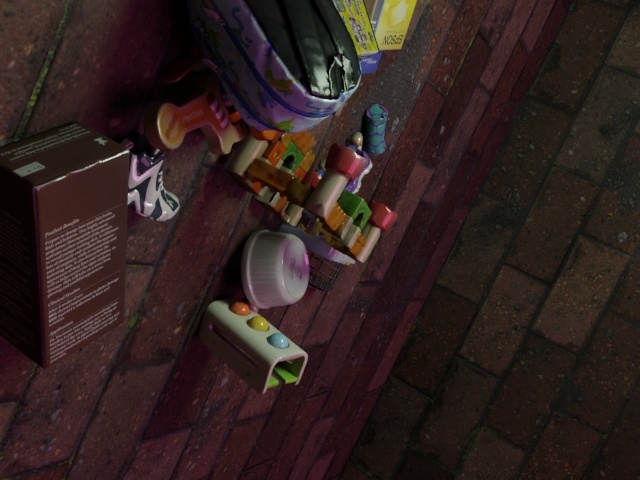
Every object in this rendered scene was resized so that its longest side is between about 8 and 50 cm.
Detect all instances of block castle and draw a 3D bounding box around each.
[{"bbox_3d":[-0.001,-0.140,1.858,0.212,0.303,0.453,-60,158,-6],"label":"block castle"}]

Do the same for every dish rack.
[{"bbox_3d":[0.029,0.026,2.402,0.271,0.074,0.208,-62,158,-3],"label":"dish rack"}]

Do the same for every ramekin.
[{"bbox_3d":[-0.110,0.074,2.012,0.207,0.109,0.207,-2,90,-67],"label":"ramekin"}]

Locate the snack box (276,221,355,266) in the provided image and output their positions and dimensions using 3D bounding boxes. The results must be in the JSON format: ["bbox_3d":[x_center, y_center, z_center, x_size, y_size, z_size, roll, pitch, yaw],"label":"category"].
[{"bbox_3d":[0.000,0.000,2.175,0.070,0.175,0.207,-65,157,4],"label":"snack box"}]

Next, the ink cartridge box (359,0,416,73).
[{"bbox_3d":[0.139,-0.559,1.982,0.304,0.072,0.307,-25,136,-55],"label":"ink cartridge box"}]

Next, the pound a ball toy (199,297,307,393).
[{"bbox_3d":[-0.157,0.239,1.996,0.208,0.319,0.135,-4,120,-46],"label":"pound a ball toy"}]

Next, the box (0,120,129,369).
[{"bbox_3d":[-0.444,0.011,1.322,0.191,0.143,0.381,-33,146,-47],"label":"box"}]

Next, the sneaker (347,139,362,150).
[{"bbox_3d":[0.101,-0.289,2.255,0.083,0.032,0.036,36,69,-72],"label":"sneaker"}]

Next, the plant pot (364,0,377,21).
[{"bbox_3d":[0.060,-0.541,1.793,0.109,0.096,0.108,-30,142,-55],"label":"plant pot"}]

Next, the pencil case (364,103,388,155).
[{"bbox_3d":[0.166,-0.326,2.295,0.070,0.064,0.151,-22,142,-19],"label":"pencil case"}]

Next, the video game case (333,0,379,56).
[{"bbox_3d":[0.013,-0.510,1.612,0.248,0.035,0.274,-26,99,-54],"label":"video game case"}]

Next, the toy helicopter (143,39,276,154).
[{"bbox_3d":[-0.221,-0.268,1.459,0.355,0.140,0.234,-46,132,-57],"label":"toy helicopter"}]

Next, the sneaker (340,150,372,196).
[{"bbox_3d":[0.090,-0.199,2.306,0.169,0.068,0.071,-60,143,-26],"label":"sneaker"}]

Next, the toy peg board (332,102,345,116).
[{"bbox_3d":[0.002,-0.387,1.786,0.079,0.160,0.161,-12,165,-15],"label":"toy peg board"}]

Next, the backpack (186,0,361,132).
[{"bbox_3d":[-0.079,-0.370,1.394,0.273,0.355,0.290,-46,170,37],"label":"backpack"}]

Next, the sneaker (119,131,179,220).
[{"bbox_3d":[-0.321,-0.130,1.468,0.153,0.094,0.235,-56,148,9],"label":"sneaker"}]
